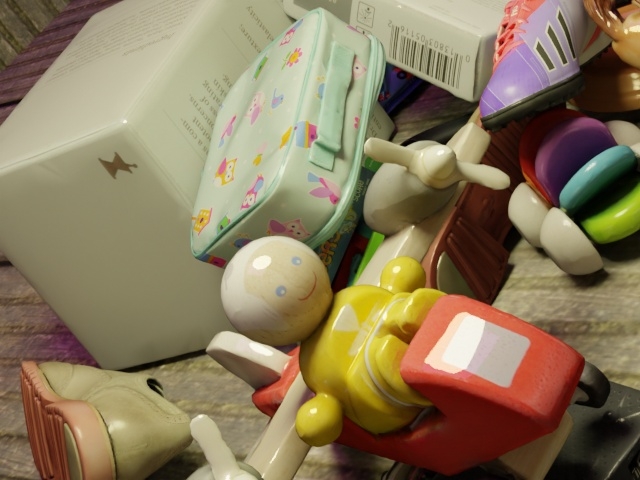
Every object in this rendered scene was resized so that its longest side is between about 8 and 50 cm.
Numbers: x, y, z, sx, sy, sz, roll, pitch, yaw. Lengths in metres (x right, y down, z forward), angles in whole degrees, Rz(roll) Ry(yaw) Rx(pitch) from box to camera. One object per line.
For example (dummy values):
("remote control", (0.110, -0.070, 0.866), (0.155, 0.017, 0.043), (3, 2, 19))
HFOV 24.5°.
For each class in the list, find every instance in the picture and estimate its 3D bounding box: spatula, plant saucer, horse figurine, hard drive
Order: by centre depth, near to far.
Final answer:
("hard drive", (0.162, 0.216, 1.207), (0.254, 0.054, 0.172), (-46, 27, -17))
("horse figurine", (0.378, -0.211, 1.517), (0.174, 0.263, 0.066), (-71, -2, -51))
("plant saucer", (0.359, -0.215, 1.659), (0.200, 0.037, 0.200), (-19, 31, 12))
("spatula", (0.208, -0.162, 1.725), (0.296, 0.030, 0.084), (-32, 40, -21))

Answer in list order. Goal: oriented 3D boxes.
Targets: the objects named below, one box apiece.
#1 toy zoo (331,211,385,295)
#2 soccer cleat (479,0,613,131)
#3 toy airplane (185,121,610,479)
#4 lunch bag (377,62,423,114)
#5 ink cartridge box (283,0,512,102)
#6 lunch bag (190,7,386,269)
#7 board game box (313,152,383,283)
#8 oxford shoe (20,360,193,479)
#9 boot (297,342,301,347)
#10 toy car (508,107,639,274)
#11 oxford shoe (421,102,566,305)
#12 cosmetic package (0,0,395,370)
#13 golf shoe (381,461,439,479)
("toy zoo", (0.050, -0.007, 1.600), (0.293, 0.030, 0.192), (-146, 76, -78))
("soccer cleat", (0.218, -0.204, 1.508), (0.109, 0.116, 0.318), (-20, 14, 31))
("toy airplane", (0.012, 0.093, 1.214), (0.384, 0.272, 0.386), (-36, 30, 18))
("lunch bag", (0.104, -0.302, 2.097), (0.293, 0.138, 0.221), (-37, 21, -21))
("ink cartridge box", (0.195, -0.306, 1.823), (0.308, 0.091, 0.385), (30, 37, 35))
("lunch bag", (-0.031, -0.098, 1.576), (0.224, 0.108, 0.279), (-33, 37, 47))
("board game box", (0.000, 0.000, 1.619), (0.201, 0.035, 0.136), (-67, 11, -7))
("oxford shoe", (-0.256, 0.212, 1.715), (0.147, 0.140, 0.397), (-12, 12, -21))
("boot", (0.052, 0.132, 1.500), (0.137, 0.076, 0.198), (-17, 20, 1))
("toy car", (0.260, -0.066, 1.461), (0.159, 0.136, 0.182), (-37, 25, -1))
("oxford shoe", (0.156, -0.059, 1.589), (0.130, 0.123, 0.348), (-11, 39, 50))
("cosmetic package", (-0.172, -0.104, 1.858), (0.327, 0.329, 0.393), (-15, 32, 38))
("golf shoe", (0.124, 0.164, 1.329), (0.186, 0.067, 0.086), (-45, 25, -15))
